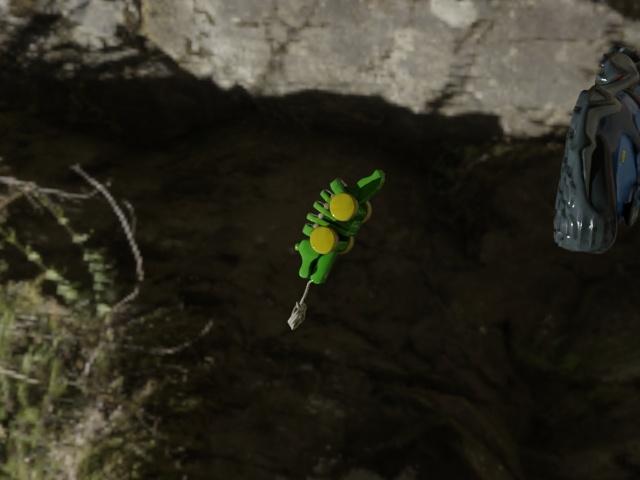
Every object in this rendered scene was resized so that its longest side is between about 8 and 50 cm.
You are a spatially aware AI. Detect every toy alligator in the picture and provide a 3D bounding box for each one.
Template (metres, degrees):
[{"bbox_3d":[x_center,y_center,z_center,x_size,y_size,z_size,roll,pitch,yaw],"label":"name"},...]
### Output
[{"bbox_3d":[0.000,0.000,1.025,0.189,0.051,0.056,-59,-20,10],"label":"toy alligator"}]

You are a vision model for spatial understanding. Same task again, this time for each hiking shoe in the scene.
[{"bbox_3d":[0.295,-0.088,0.888,0.304,0.132,0.113,-55,-27,-45],"label":"hiking shoe"}]
